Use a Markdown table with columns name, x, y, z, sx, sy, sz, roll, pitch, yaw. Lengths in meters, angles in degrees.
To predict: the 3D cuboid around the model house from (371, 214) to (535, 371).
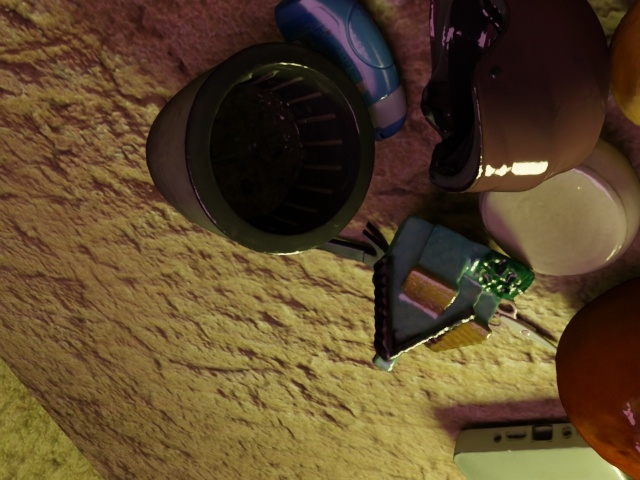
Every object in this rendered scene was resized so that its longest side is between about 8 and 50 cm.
| name | x | y | z | sx | sy | sz | roll | pitch | yaw |
| --- | --- | --- | --- | --- | --- | --- | --- | --- | --- |
| model house | 0.179 | 0.119 | 1.135 | 0.230 | 0.248 | 0.280 | 26 | 177 | 5 |

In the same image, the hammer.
| name | x | y | z | sx | sy | sz | roll | pitch | yaw |
| --- | --- | --- | --- | --- | --- | --- | --- | --- | --- |
| hammer | 0.000 | 0.000 | 1.349 | 0.290 | 0.037 | 0.137 | 16 | 136 | 14 |

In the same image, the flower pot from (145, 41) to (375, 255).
| name | x | y | z | sx | sy | sz | roll | pitch | yaw |
| --- | --- | --- | --- | --- | --- | --- | --- | --- | --- |
| flower pot | -0.127 | -0.140 | 1.069 | 0.330 | 0.293 | 0.293 | 11 | 141 | 57 |

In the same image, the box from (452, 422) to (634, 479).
| name | x | y | z | sx | sy | sz | roll | pitch | yaw |
| --- | --- | --- | --- | --- | --- | --- | --- | --- | --- |
| box | 0.533 | 0.551 | 1.541 | 0.367 | 0.090 | 0.373 | -17 | 119 | 37 |

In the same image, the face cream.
| name | x | y | z | sx | sy | sz | roll | pitch | yaw |
| --- | --- | --- | --- | --- | --- | --- | --- | --- | --- |
| face cream | 0.043 | -0.267 | 1.041 | 0.149 | 0.083 | 0.264 | -10 | 124 | 44 |

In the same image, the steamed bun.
| name | x | y | z | sx | sy | sz | roll | pitch | yaw |
| --- | --- | --- | --- | --- | --- | --- | --- | --- | --- |
| steamed bun | 0.358 | -0.066 | 1.012 | 0.232 | 0.145 | 0.231 | 21 | 136 | 22 |

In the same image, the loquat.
| name | x | y | z | sx | sy | sz | roll | pitch | yaw |
| --- | --- | --- | --- | --- | --- | --- | --- | --- | --- |
| loquat | 0.438 | -0.218 | 0.784 | 0.208 | 0.208 | 0.208 | 15 | 135 | 16 |

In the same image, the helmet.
| name | x | y | z | sx | sy | sz | roll | pitch | yaw |
| --- | --- | --- | --- | --- | --- | --- | --- | --- | --- |
| helmet | 0.246 | -0.215 | 0.861 | 0.197 | 0.338 | 0.271 | 4 | 150 | -3 |

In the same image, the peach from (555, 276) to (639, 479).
| name | x | y | z | sx | sy | sz | roll | pitch | yaw |
| --- | --- | --- | --- | --- | --- | --- | --- | --- | --- |
| peach | 0.543 | 0.233 | 1.078 | 0.343 | 0.301 | 0.342 | 16 | 137 | 15 |

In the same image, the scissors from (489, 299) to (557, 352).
| name | x | y | z | sx | sy | sz | roll | pitch | yaw |
| --- | --- | --- | --- | --- | --- | --- | --- | --- | --- |
| scissors | 0.389 | 0.169 | 1.307 | 0.176 | 0.022 | 0.085 | 33 | 134 | 1 |
